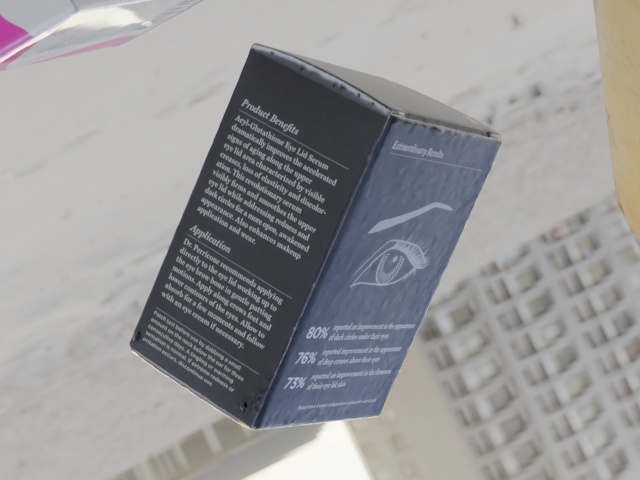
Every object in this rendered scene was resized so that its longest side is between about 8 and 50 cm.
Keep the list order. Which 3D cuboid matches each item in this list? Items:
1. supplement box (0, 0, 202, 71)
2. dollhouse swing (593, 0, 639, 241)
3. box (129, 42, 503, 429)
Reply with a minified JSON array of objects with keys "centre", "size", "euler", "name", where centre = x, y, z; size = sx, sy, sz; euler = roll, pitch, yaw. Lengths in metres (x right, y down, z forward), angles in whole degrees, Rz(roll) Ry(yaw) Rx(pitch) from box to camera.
[{"centre":[-0.175,-0.191,1.025],"size":[0.111,0.114,0.220],"euler":[-24,-175,25],"name":"supplement box"},{"centre":[0.307,-0.139,0.754],"size":[0.305,0.347,0.315],"euler":[-18,-139,-3],"name":"dollhouse swing"},{"centre":[0.000,0.000,0.918],"size":[0.153,0.108,0.207],"euler":[7,110,-59],"name":"box"}]
